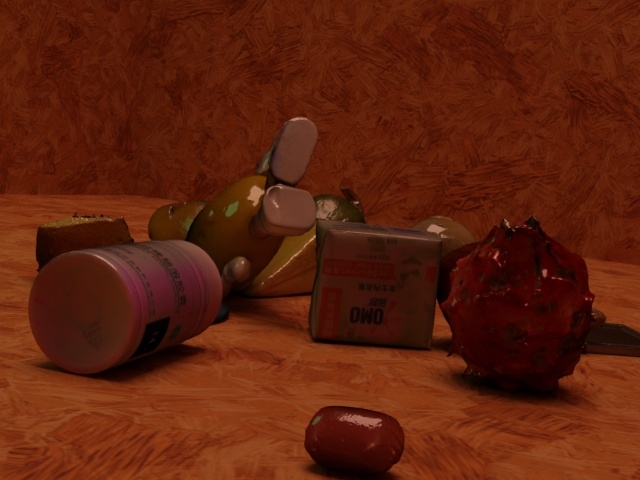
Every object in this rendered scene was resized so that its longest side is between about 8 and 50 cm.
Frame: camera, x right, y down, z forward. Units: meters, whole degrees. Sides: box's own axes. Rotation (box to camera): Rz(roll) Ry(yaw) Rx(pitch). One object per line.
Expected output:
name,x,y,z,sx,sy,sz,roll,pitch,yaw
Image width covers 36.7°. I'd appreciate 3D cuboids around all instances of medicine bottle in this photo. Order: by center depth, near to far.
medicine bottle,-0.246,0.079,1.265,0.152,0.152,0.254,7,7,19

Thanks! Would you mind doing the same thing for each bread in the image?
bread,-0.451,0.022,1.772,0.134,0.129,0.260,-17,12,-40
bread,-0.086,0.082,1.991,0.167,0.163,0.264,13,43,43

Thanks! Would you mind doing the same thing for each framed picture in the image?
framed picture,0.441,0.167,1.727,0.315,0.024,0.232,6,5,-6

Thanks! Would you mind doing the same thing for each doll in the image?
doll,-0.121,-0.052,1.740,0.161,0.348,0.423,29,-4,-15

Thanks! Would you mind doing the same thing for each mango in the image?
mango,-0.309,-0.014,2.205,0.130,0.167,0.262,20,-9,-43

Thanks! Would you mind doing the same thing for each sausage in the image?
sausage,0.032,0.189,0.900,0.094,0.059,0.054,7,49,14

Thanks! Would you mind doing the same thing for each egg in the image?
egg,0.296,0.024,2.374,0.201,0.164,0.164,8,4,-21

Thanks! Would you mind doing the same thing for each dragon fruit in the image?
dragon fruit,0.268,0.077,1.304,0.205,0.268,0.210,12,38,27

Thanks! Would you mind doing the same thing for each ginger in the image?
ginger,0.405,0.147,1.582,0.069,0.051,0.173,1,22,39

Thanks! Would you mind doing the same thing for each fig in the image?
fig,0.000,0.000,2.168,0.203,0.203,0.235,7,10,13

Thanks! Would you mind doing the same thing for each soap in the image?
soap,0.085,0.069,1.547,0.199,0.182,0.138,5,7,-7

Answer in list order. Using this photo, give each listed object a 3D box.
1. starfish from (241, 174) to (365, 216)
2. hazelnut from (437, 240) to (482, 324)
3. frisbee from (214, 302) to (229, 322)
starfish,-0.060,-0.048,2.424,0.432,0.082,0.324,5,49,-22
hazelnut,0.285,0.096,1.549,0.210,0.210,0.186,5,47,-2
frisbee,-0.294,0.092,1.612,0.289,0.049,0.289,6,6,-1
